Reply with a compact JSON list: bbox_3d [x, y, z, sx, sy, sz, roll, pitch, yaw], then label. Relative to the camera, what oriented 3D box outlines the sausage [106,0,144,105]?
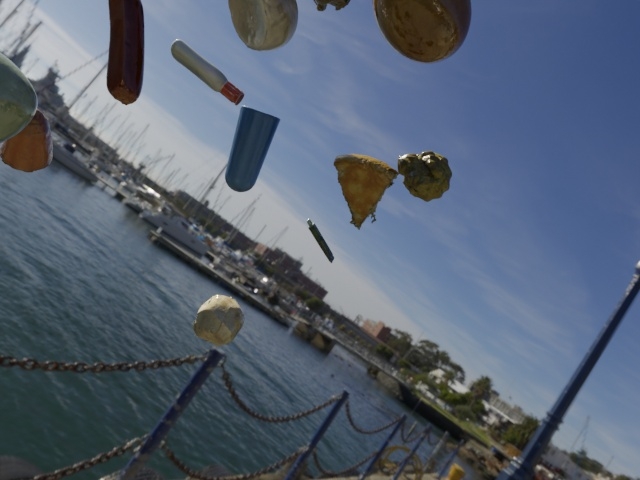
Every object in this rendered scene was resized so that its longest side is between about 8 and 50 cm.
[{"bbox_3d":[-0.499,-0.505,1.229,0.084,0.299,0.089,7,6,35],"label":"sausage"}]

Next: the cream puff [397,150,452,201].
[{"bbox_3d":[0.282,-0.185,1.315,0.116,0.146,0.146,15,10,-44],"label":"cream puff"}]

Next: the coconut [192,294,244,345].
[{"bbox_3d":[-0.385,0.302,1.843,0.194,0.194,0.194,35,-6,5],"label":"coconut"}]

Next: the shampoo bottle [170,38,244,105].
[{"bbox_3d":[-0.306,-0.454,1.299,0.221,0.051,0.108,39,-6,-2],"label":"shampoo bottle"}]

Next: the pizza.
[{"bbox_3d":[0.147,-0.175,1.734,0.280,0.075,0.287,29,-51,31],"label":"pizza"}]

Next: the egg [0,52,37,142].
[{"bbox_3d":[-0.639,-0.252,0.804,0.296,0.218,0.218,9,-3,-8],"label":"egg"}]

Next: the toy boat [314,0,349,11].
[{"bbox_3d":[0.075,-1.061,2.046,0.121,0.089,0.321,33,-6,-31],"label":"toy boat"}]

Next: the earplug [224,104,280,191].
[{"bbox_3d":[-0.236,-0.290,1.560,0.133,0.272,0.132,19,12,-4],"label":"earplug"}]

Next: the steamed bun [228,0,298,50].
[{"bbox_3d":[-0.223,-0.952,1.956,0.324,0.206,0.324,38,-35,33],"label":"steamed bun"}]

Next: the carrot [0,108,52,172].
[{"bbox_3d":[-0.983,-0.351,1.598,0.159,0.159,0.225,37,-44,-8],"label":"carrot"}]

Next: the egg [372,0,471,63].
[{"bbox_3d":[0.313,-0.717,1.471,0.282,0.283,0.351,63,3,-76],"label":"egg"}]

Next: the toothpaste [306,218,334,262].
[{"bbox_3d":[0.000,0.000,1.905,0.204,0.032,0.049,59,29,-18],"label":"toothpaste"}]
